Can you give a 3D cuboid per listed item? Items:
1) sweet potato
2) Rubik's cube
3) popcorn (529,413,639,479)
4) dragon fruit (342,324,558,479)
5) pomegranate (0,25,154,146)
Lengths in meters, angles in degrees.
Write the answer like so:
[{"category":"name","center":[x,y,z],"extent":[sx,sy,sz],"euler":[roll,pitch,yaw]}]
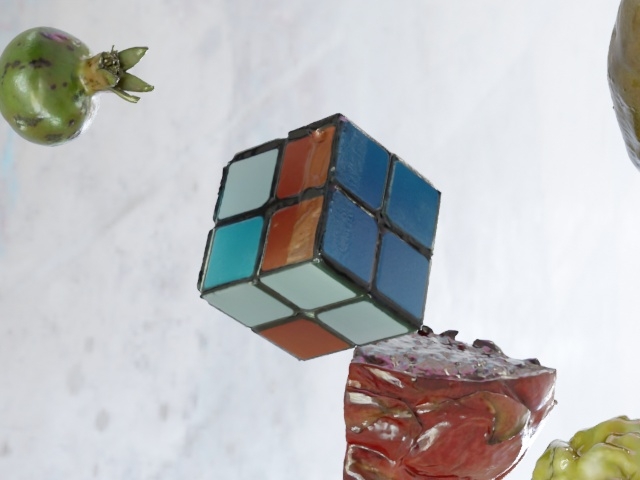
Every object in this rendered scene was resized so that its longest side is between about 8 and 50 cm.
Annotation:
[{"category":"sweet potato","center":[0.395,-0.158,1.683],"extent":[0.369,0.158,0.158],"euler":[78,27,-44]},{"category":"Rubik's cube","center":[0.000,0.000,1.578],"extent":[0.167,0.180,0.183],"euler":[36,50,-35]},{"category":"popcorn","center":[0.267,0.275,1.293],"extent":[0.249,0.225,0.249],"euler":[23,45,-25]},{"category":"dragon fruit","center":[0.151,0.299,2.002],"extent":[0.228,0.286,0.329],"euler":[-61,166,-77]},{"category":"pomegranate","center":[-0.322,-0.199,1.982],"extent":[0.156,0.220,0.156],"euler":[2,90,-83]}]
